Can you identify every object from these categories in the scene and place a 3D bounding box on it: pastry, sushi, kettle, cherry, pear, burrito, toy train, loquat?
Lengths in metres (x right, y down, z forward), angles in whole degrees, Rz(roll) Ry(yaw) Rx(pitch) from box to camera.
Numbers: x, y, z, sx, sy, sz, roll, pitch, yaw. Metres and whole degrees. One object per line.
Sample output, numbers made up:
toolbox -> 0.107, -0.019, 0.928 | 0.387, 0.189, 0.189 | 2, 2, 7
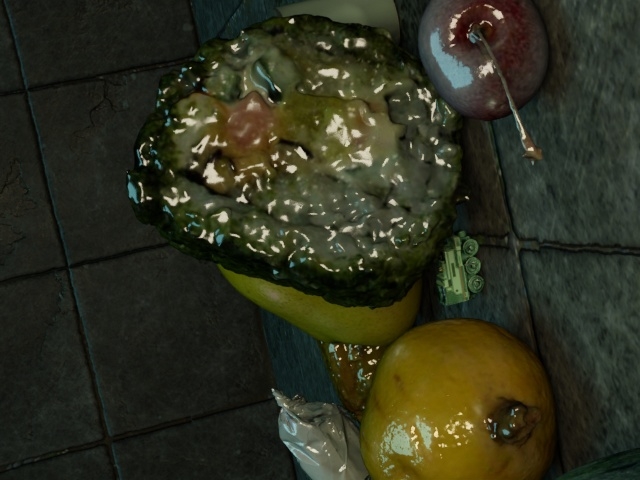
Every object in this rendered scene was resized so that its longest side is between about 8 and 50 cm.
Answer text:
pastry -> 0.068, 0.162, 1.639 | 0.240, 0.132, 0.235 | -122, 12, -72
sushi -> -0.013, -0.093, 1.164 | 0.178, 0.351, 0.294 | 98, -172, -79
kettle -> 0.019, -0.248, 1.329 | 0.098, 0.148, 0.127 | 132, 124, -75
cherry -> 0.149, -0.138, 0.936 | 0.148, 0.115, 0.188 | -35, 73, 57
pear -> -0.001, -0.003, 1.424 | 0.336, 0.285, 0.285 | 59, 165, 9
burrito -> 0.067, 0.380, 1.607 | 0.445, 0.101, 0.139 | 55, -156, -11
toy train -> 0.156, 0.031, 1.221 | 0.033, 0.053, 0.083 | -142, 39, -72
loquat -> 0.147, 0.184, 1.081 | 0.246, 0.213, 0.213 | 157, 100, -70

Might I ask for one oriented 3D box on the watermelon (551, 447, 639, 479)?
watermelon -> 0.239, 0.293, 0.780 | 0.258, 0.228, 0.387 | 68, 159, 2

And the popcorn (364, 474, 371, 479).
popcorn -> 0.124, 0.362, 1.229 | 0.249, 0.225, 0.249 | -28, 49, 37
